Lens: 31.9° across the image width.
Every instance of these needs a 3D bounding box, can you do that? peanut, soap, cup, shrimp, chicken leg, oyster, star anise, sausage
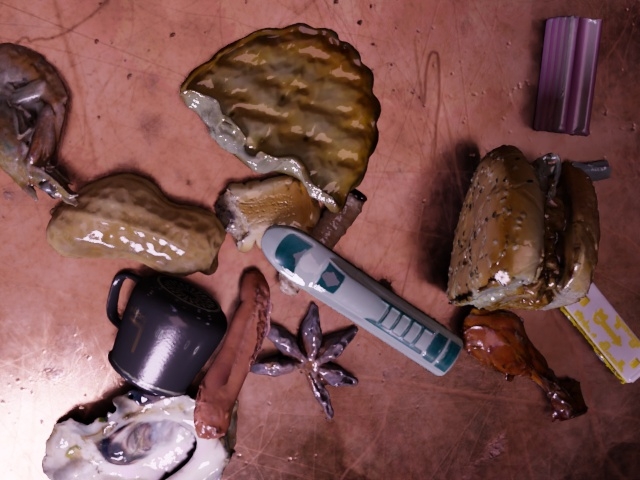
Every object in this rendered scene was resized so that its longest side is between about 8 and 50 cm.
[{"bbox_3d":[-0.300,-0.027,1.848,0.291,0.143,0.159,11,111,-11],"label":"peanut"},{"bbox_3d":[0.426,-0.283,1.929,0.065,0.122,0.203,4,99,-10],"label":"soap"},{"bbox_3d":[-0.276,0.148,1.880,0.223,0.169,0.176,32,103,26],"label":"cup"},{"bbox_3d":[-0.466,-0.188,1.801,0.168,0.077,0.317,-41,79,3],"label":"shrimp"},{"bbox_3d":[0.377,0.223,2.016,0.304,0.093,0.113,39,78,-16],"label":"chicken leg"},{"bbox_3d":[-0.294,0.365,1.927,0.351,0.115,0.238,-28,92,-8],"label":"oyster"},{"bbox_3d":[-0.018,0.201,1.963,0.208,0.063,0.172,32,89,-11],"label":"star anise"},{"bbox_3d":[-0.146,0.195,1.901,0.078,0.078,0.304,24,71,-11],"label":"sausage"}]

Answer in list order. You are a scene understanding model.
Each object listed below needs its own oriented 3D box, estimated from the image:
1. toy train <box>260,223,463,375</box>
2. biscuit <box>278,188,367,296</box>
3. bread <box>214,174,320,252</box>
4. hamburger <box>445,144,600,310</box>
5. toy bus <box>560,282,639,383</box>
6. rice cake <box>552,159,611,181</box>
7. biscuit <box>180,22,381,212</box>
[{"bbox_3d":[0.070,0.102,1.903,0.407,0.088,0.086,34,93,-25],"label":"toy train"},{"bbox_3d":[0.000,0.000,1.938,0.055,0.061,0.219,37,92,10],"label":"biscuit"},{"bbox_3d":[-0.089,-0.046,1.903,0.177,0.084,0.119,-9,81,-7],"label":"bread"},{"bbox_3d":[0.337,-0.014,1.867,0.195,0.318,0.277,10,75,-8],"label":"hamburger"},{"bbox_3d":[0.509,0.151,2.025,0.081,0.074,0.226,-39,100,-2],"label":"toy bus"},{"bbox_3d":[0.431,-0.123,1.996,0.180,0.030,0.042,-5,113,-8],"label":"rice cake"},{"bbox_3d":[-0.049,-0.194,1.865,0.329,0.078,0.335,-17,82,-14],"label":"biscuit"}]
